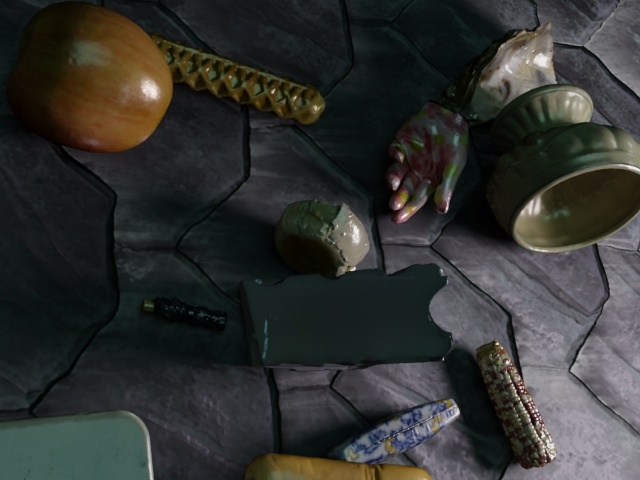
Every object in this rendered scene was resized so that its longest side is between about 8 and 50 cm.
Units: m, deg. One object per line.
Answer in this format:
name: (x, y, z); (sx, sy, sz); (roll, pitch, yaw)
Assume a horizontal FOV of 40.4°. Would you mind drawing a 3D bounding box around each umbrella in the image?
umbrella: (-0.222, 0.118, 1.425); (0.143, 0.037, 0.040); (14, 64, -19)

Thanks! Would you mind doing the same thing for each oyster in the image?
oyster: (0.369, -0.350, 1.790); (0.396, 0.204, 0.111); (-30, 46, -31)

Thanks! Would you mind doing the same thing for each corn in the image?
corn: (0.347, 0.295, 1.568); (0.079, 0.079, 0.237); (-19, 77, -28)

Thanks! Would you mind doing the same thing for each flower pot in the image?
flower pot: (0.459, -0.146, 1.686); (0.307, 0.307, 0.244); (2, 52, -22)

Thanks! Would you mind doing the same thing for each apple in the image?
apple: (-0.373, -0.263, 1.420); (0.241, 0.242, 0.242); (22, 62, -27)

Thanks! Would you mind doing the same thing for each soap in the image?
soap: (0.026, 0.122, 1.385); (0.257, 0.302, 0.159); (6, 75, -20)

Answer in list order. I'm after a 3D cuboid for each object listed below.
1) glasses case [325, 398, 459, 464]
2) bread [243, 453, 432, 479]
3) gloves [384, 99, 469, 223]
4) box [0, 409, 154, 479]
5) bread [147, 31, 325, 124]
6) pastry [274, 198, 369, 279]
glasses case: (0.122, 0.327, 1.456); (0.248, 0.087, 0.065); (-18, 72, -30)
bread: (0.027, 0.406, 1.354); (0.305, 0.142, 0.091); (9, 31, -17)
gloves: (0.193, -0.141, 1.663); (0.145, 0.126, 0.241); (30, 90, -14)
box: (-0.412, 0.335, 1.082); (0.351, 0.344, 0.178); (-2, 71, -23)
bread: (-0.163, -0.295, 1.593); (0.367, 0.084, 0.077); (17, 104, -17)
pastry: (0.000, 0.000, 1.502); (0.165, 0.166, 0.088); (34, 55, -7)
